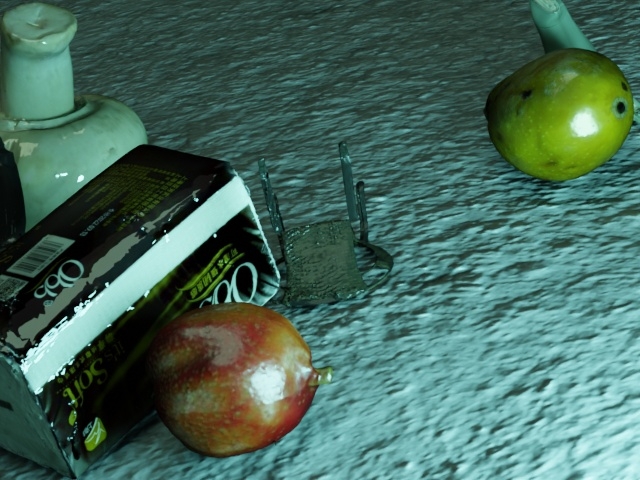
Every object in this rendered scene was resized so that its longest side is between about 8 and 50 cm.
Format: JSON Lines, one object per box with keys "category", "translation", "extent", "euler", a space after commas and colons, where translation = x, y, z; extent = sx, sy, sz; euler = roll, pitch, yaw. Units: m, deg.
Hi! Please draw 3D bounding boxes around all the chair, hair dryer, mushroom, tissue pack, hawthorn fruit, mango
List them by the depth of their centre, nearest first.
{"category": "hawthorn fruit", "translation": [-0.081, 0.140, 1.627], "extent": [0.188, 0.169, 0.169], "euler": [-13, 24, 5]}
{"category": "tissue pack", "translation": [-0.247, 0.070, 1.765], "extent": [0.210, 0.198, 0.370], "euler": [17, 46, 39]}
{"category": "chair", "translation": [0.000, 0.000, 1.973], "extent": [0.174, 0.149, 0.213], "euler": [-10, 66, 4]}
{"category": "mango", "translation": [0.314, -0.169, 2.088], "extent": [0.176, 0.176, 0.329], "euler": [11, 6, 1]}
{"category": "hair dryer", "translation": [-0.444, -0.039, 2.116], "extent": [0.235, 0.272, 0.091], "euler": [-9, -6, 34]}
{"category": "hair dryer", "translation": [0.388, -0.231, 2.187], "extent": [0.075, 0.206, 0.237], "euler": [-40, 52, 0]}
{"category": "mushroom", "translation": [-0.385, -0.128, 2.258], "extent": [0.315, 0.315, 0.356], "euler": [-38, -2, -42]}
